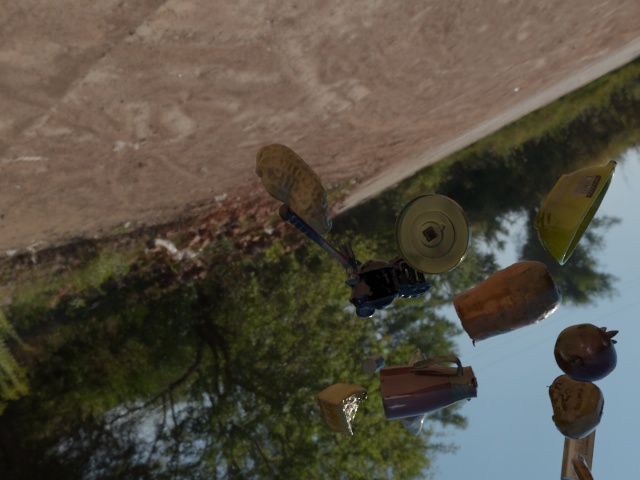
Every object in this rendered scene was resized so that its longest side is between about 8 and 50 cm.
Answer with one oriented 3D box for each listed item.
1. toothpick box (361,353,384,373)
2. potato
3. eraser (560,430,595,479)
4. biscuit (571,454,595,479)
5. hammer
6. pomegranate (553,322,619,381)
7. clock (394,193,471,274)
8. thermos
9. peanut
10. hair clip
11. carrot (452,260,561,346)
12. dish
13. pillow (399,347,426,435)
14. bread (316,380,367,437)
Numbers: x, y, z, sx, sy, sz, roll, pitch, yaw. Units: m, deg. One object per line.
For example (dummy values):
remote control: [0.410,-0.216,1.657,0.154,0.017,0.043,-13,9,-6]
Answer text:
toothpick box: [0.167,0.390,1.845,0.052,0.052,0.083,-30,167,20]
potato: [0.631,0.409,1.440,0.137,0.137,0.176,-30,-156,32]
eraser: [1.057,0.784,2.386,0.096,0.098,0.404,87,22,-58]
biscuit: [0.748,0.686,1.616,0.045,0.154,0.299,-27,169,13]
hammer: [-0.001,0.000,1.456,0.033,0.287,0.111,-28,-137,28]
pomegranate: [0.594,0.248,1.288,0.159,0.130,0.129,7,159,-29]
clock: [0.320,-0.018,1.688,0.235,0.235,0.029,-30,167,32]
thermos: [0.304,0.403,1.641,0.264,0.177,0.146,-12,-149,10]
peanut: [-0.076,-0.152,1.726,0.153,0.325,0.140,-24,164,-35]
hair clip: [0.195,0.133,1.808,0.206,0.195,0.310,-15,174,37]
carrot: [0.659,0.213,2.059,0.340,0.224,0.224,-30,178,18]
dish: [0.605,-0.081,1.425,0.262,0.108,0.221,-53,154,-15]
pillow: [0.321,0.504,1.941,0.078,0.144,0.254,-6,-127,38]
bread: [0.088,0.609,2.160,0.140,0.169,0.160,4,-150,39]
